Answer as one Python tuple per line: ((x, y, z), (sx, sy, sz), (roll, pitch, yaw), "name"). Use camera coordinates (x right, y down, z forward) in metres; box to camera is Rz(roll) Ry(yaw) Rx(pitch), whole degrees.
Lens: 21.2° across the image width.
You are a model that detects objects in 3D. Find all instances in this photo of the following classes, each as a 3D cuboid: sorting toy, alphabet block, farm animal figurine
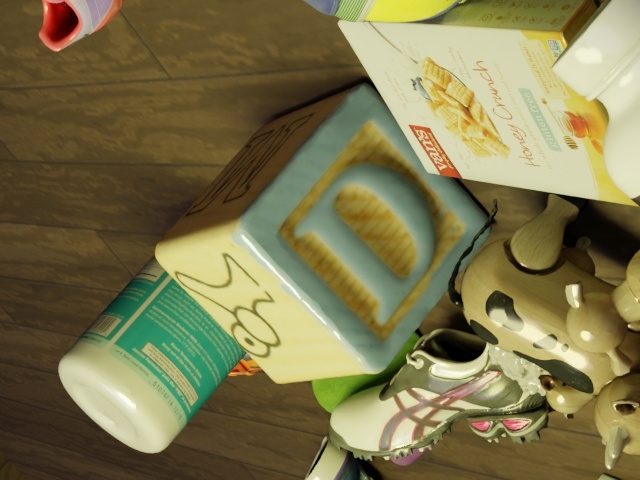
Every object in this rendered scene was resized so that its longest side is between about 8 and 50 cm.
((0.023, 0.091, 1.832), (0.365, 0.127, 0.126), (58, 180, -39), "sorting toy")
((0.000, 0.000, 1.555), (0.192, 0.193, 0.197), (49, 155, -15), "alphabet block")
((0.242, 0.077, 1.358), (0.327, 0.172, 0.330), (24, 151, 32), "farm animal figurine")

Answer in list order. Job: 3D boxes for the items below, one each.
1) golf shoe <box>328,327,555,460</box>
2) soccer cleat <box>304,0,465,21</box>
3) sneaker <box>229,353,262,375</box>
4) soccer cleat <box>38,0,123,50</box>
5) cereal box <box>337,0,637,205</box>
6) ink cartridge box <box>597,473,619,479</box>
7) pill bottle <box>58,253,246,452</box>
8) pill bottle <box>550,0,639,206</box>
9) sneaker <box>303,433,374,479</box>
((0.112, 0.144, 1.721), (0.273, 0.105, 0.120), (-15, 114, 35), "golf shoe")
((0.089, -0.210, 1.224), (0.121, 0.093, 0.289), (26, 164, -36), "soccer cleat")
((-0.134, 0.144, 2.011), (0.321, 0.180, 0.124), (12, 143, 47), "sneaker")
((-0.230, -0.271, 1.543), (0.083, 0.095, 0.248), (32, 155, 18), "soccer cleat")
((0.141, -0.113, 1.331), (0.240, 0.047, 0.173), (10, 142, 48), "cereal box")
((0.311, 0.355, 1.673), (0.223, 0.224, 0.045), (18, 148, 40), "ink cartridge box")
((-0.145, 0.087, 1.827), (0.146, 0.264, 0.146), (33, 156, 17), "pill bottle")
((0.303, -0.048, 1.044), (0.323, 0.181, 0.181), (40, 156, 1), "pill bottle")
((0.075, 0.384, 2.214), (0.236, 0.130, 0.323), (27, 150, 7), "sneaker")
